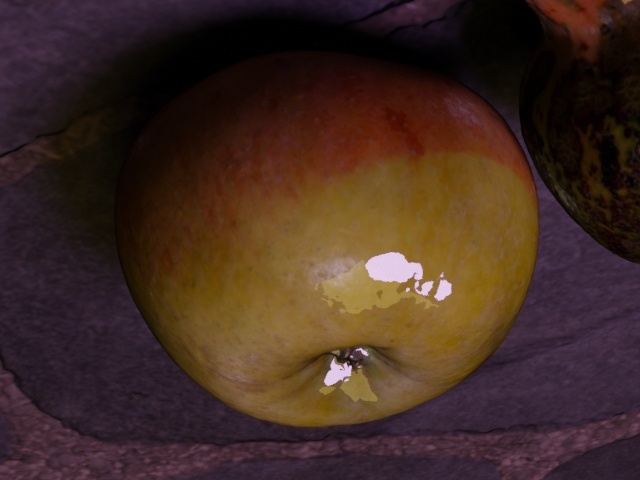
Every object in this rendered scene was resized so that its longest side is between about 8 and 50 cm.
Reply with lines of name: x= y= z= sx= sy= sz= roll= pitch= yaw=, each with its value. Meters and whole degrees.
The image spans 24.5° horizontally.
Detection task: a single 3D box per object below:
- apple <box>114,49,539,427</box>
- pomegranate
apple: x=0.000 y=0.000 z=0.878 sx=0.261 sy=0.194 sz=0.261 roll=-2 pitch=150 yaw=-1
pomegranate: x=0.197 y=-0.115 z=0.827 sx=0.222 sy=0.276 sz=0.204 roll=-45 pitch=174 yaw=11
